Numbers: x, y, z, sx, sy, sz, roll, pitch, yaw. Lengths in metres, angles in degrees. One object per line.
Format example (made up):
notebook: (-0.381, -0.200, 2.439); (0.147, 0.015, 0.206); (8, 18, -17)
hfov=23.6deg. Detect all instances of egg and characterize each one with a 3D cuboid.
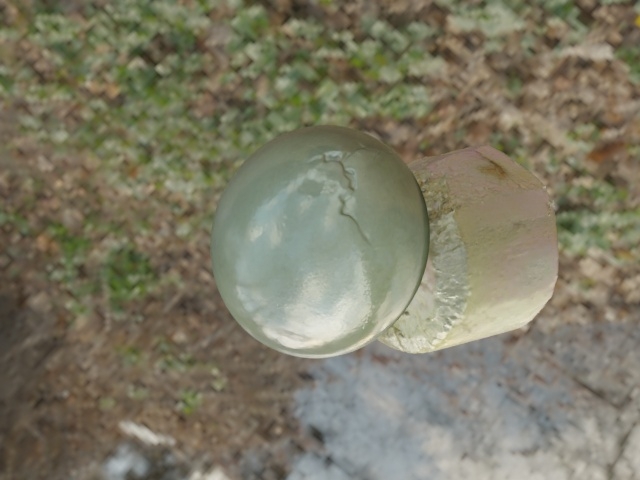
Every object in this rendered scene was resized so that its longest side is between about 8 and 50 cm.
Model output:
egg: (0.000, 0.000, 0.798); (0.114, 0.114, 0.152); (35, 148, 9)

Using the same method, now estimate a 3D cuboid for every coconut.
coconut: (0.084, 0.003, 0.908); (0.116, 0.122, 0.116); (24, 122, 46)
